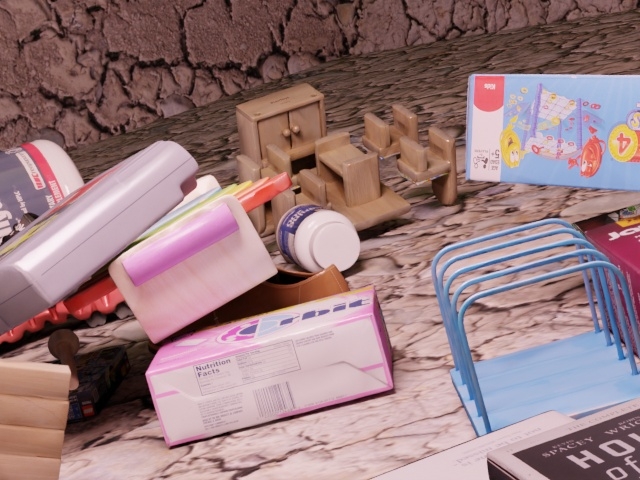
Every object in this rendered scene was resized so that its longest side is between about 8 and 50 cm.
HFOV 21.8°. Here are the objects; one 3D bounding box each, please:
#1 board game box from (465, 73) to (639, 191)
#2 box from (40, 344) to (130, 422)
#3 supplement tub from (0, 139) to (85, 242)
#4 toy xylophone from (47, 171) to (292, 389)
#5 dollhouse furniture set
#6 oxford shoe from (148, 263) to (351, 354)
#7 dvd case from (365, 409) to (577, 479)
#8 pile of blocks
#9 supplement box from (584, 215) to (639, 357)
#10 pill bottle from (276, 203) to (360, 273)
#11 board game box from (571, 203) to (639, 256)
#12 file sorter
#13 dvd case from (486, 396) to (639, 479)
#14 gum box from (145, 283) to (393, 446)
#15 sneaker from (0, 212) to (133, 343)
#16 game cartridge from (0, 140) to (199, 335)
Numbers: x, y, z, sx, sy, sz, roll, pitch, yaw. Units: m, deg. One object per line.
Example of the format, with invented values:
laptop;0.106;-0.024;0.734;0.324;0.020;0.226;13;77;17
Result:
board game box;0.326;-0.080;1.296;0.302;0.086;0.308;-1;5;-41
box;-0.227;0.131;1.454;0.094;0.027;0.137;-12;11;9
supplement tub;-0.397;0.010;1.863;0.272;0.191;0.191;-20;12;-21
toy xylophone;-0.139;0.026;1.411;0.236;0.081;0.323;-31;8;-12
dollhouse furniture set;0.009;-0.055;1.906;0.212;0.161;0.242;-20;34;-23
oxford shoe;-0.065;0.060;1.473;0.212;0.076;0.076;-12;13;26
dvd case;0.106;0.154;0.899;0.180;0.022;0.253;-18;12;-16
pile of blocks;-0.349;0.158;1.167;0.362;0.149;0.112;-18;11;-11
supplement box;0.259;0.032;1.146;0.104;0.080;0.188;-16;11;-1
pill bottle;0.000;0.000;1.699;0.067;0.067;0.120;-18;11;-13
board game box;0.300;0.001;1.389;0.136;0.030;0.259;-13;11;1
file sorter;0.145;0.057;1.119;0.118;0.104;0.170;-15;10;0
dvd case;0.209;0.120;0.799;0.179;0.029;0.239;-17;16;-16
gum box;-0.041;0.096;1.281;0.188;0.062;0.107;-15;10;5
sneaker;-0.327;0.045;1.745;0.276;0.135;0.097;-18;13;-9
game cartridge;-0.227;0.012;1.383;0.196;0.060;0.294;-45;11;-25
